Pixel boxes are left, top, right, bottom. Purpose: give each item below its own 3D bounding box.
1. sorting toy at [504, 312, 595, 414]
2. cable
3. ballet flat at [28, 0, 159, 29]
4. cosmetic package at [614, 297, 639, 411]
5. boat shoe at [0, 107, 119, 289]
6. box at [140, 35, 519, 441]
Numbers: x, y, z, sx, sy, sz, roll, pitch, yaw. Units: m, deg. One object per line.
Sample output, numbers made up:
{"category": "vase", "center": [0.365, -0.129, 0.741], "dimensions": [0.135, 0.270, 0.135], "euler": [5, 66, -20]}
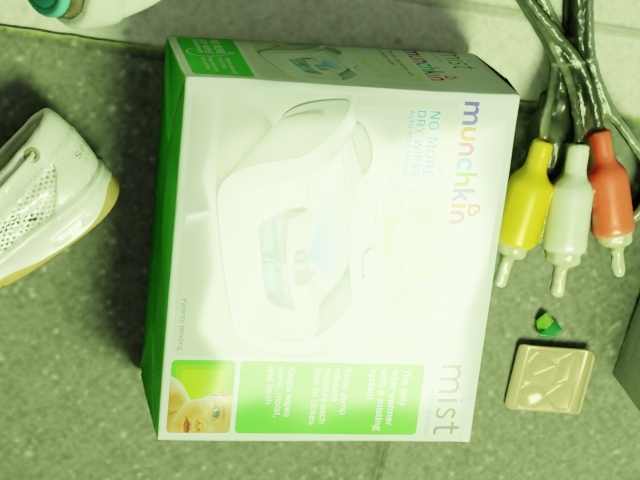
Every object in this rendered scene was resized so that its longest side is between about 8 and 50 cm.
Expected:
{"category": "sorting toy", "center": [0.181, 0.096, 1.385], "dimensions": [0.062, 0.012, 0.083], "euler": [7, 112, -10]}
{"category": "cable", "center": [0.191, -0.103, 1.279], "dimensions": [0.139, 0.072, 0.287], "euler": [-5, 111, -17]}
{"category": "ballet flat", "center": [-0.129, -0.331, 1.102], "dimensions": [0.139, 0.139, 0.400], "euler": [-5, 116, -11]}
{"category": "cosmetic package", "center": [0.320, 0.121, 1.303], "dimensions": [0.127, 0.238, 0.107], "euler": [10, 108, -17]}
{"category": "boat shoe", "center": [-0.273, 0.009, 1.206], "dimensions": [0.277, 0.098, 0.096], "euler": [-38, 114, -7]}
{"category": "box", "center": [0.000, 0.000, 1.248], "dimensions": [0.231, 0.127, 0.262], "euler": [3, 109, -12]}
